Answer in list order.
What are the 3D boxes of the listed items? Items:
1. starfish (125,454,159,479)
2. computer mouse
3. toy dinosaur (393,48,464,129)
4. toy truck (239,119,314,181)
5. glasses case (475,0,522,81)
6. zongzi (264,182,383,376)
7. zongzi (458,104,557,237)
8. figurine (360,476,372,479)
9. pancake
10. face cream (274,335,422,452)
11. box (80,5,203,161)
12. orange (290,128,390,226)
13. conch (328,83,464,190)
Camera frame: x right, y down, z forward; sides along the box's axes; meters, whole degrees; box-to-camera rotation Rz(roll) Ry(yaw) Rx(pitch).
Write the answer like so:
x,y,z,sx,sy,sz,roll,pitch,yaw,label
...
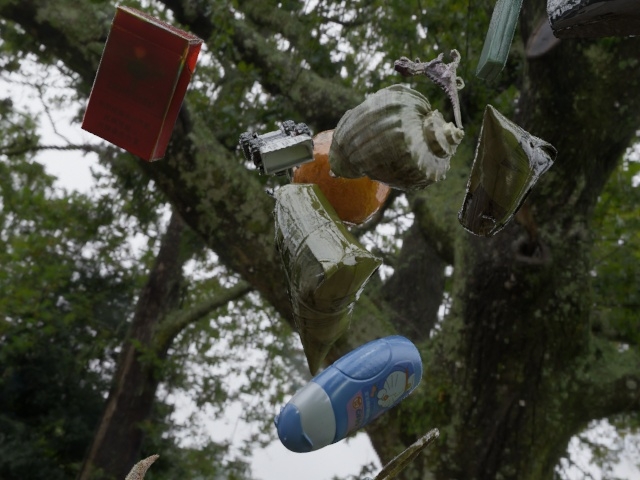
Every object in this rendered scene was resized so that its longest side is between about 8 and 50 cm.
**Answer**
x,y,z,sx,sy,sz,roll,pitch,yaw,label
-0.270,0.384,0.997,0.213,0.238,0.057,35,-61,-21,starfish
0.560,-0.465,1.309,0.270,0.170,0.100,5,-31,35,computer mouse
0.315,-0.395,1.801,0.251,0.200,0.072,51,-38,5,toy dinosaur
-0.085,-0.184,1.488,0.136,0.286,0.111,-19,-73,-8,toy truck
0.368,-0.423,1.446,0.040,0.184,0.078,18,-13,-1,glasses case
-0.019,0.043,0.950,0.094,0.205,0.204,-7,-49,-26,zongzi
0.406,-0.164,1.740,0.318,0.289,0.154,21,13,-46,zongzi
0.106,0.472,1.105,0.147,0.197,0.093,-30,-40,-5,figurine
0.158,0.437,1.391,0.021,0.199,0.199,49,-24,21,pancake
0.043,0.244,1.110,0.083,0.264,0.149,32,-46,42,face cream
-0.430,-0.373,1.689,0.198,0.089,0.313,26,-70,6,box
0.062,-0.184,2.108,0.312,0.312,0.312,10,-32,6,orange
0.104,-0.144,1.023,0.207,0.130,0.155,-8,-78,25,conch
